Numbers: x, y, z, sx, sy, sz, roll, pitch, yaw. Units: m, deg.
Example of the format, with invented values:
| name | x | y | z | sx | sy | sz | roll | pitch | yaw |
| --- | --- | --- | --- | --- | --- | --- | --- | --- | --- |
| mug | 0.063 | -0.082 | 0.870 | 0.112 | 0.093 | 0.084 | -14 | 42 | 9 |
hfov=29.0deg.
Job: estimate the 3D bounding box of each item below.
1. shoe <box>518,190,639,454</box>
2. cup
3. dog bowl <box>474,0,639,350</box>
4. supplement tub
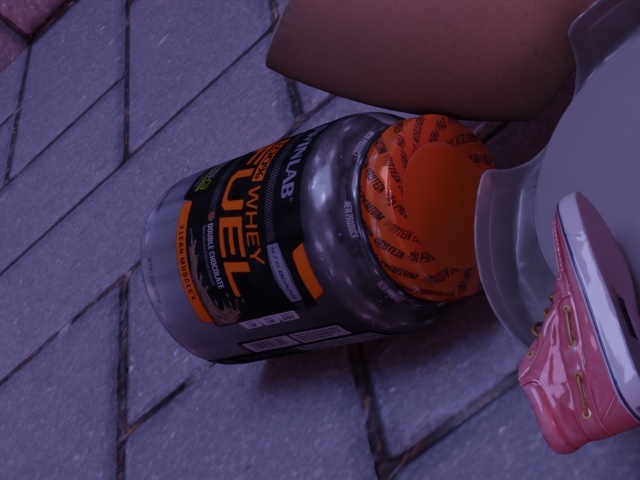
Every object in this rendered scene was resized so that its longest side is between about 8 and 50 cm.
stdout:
| name | x | y | z | sx | sy | sz | roll | pitch | yaw |
| --- | --- | --- | --- | --- | --- | --- | --- | --- | --- |
| shoe | 0.167 | 0.053 | 0.825 | 0.081 | 0.063 | 0.178 | -32 | 48 | 27 |
| cup | 0.134 | -0.238 | 1.116 | 0.331 | 0.237 | 0.331 | -58 | 0 | 1 |
| dog bowl | 0.278 | -0.047 | 0.903 | 0.348 | 0.102 | 0.349 | -30 | 46 | 36 |
| supplement tub | 0.000 | 0.000 | 1.181 | 0.338 | 0.207 | 0.207 | -16 | 42 | 45 |
